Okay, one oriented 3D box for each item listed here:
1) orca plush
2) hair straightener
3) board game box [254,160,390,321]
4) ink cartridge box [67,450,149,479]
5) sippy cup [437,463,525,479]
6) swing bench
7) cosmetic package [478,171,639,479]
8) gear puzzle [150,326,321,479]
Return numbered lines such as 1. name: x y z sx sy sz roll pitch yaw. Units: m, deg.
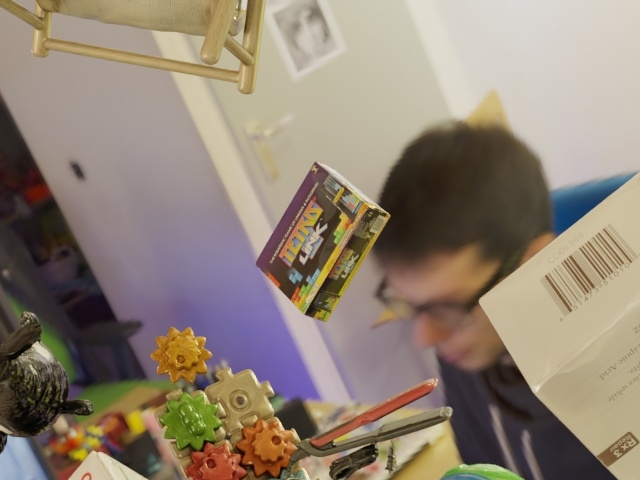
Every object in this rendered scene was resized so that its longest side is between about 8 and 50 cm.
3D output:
1. orca plush: -0.284 0.147 1.353 0.287 0.102 0.151 111 171 -63
2. hair straightener: 0.060 0.255 1.572 0.230 0.089 0.047 -28 6 9
3. board game box: 0.000 0.000 1.721 0.141 0.048 0.170 41 105 46
4. ink cartridge box: -0.281 0.422 1.511 0.278 0.117 0.201 -50 41 2
5. sippy cup: 0.137 0.399 1.483 0.224 0.240 0.305 -11 -20 -40
6. swing bench: -0.176 -0.302 1.279 0.253 0.255 0.165 12 -3 11
7. cosmetic package: 0.355 0.140 1.242 0.217 0.385 0.156 -41 31 11
8. gear puzzle: -0.125 0.259 1.772 0.175 0.339 0.044 -22 -19 -24
